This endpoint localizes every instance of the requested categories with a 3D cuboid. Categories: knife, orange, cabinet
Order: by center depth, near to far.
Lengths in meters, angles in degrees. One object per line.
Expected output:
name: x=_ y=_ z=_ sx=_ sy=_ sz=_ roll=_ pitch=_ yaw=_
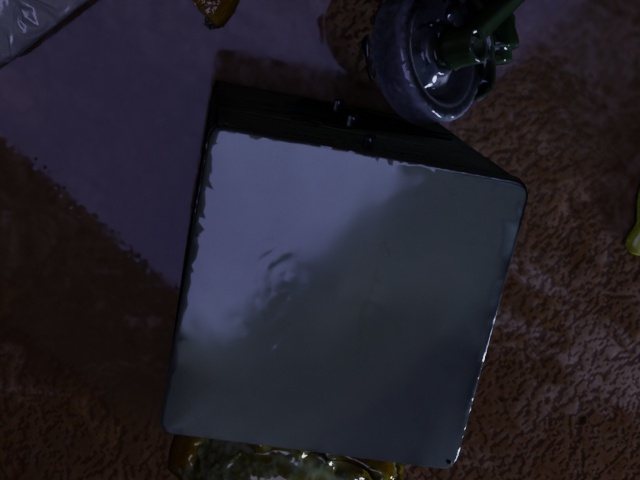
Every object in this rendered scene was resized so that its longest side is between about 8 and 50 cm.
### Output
cabinet: x=0.000 y=0.000 z=0.517 sx=0.145 sy=0.206 sz=0.150 roll=9 pitch=105 yaw=-9
knife: x=-0.138 y=-0.156 z=0.530 sx=0.297 sy=0.017 sz=0.047 roll=-29 pitch=103 yaw=19
orange: x=-0.016 y=0.119 z=0.581 sx=0.160 sy=0.170 sz=0.112 roll=18 pitch=63 yaw=-34

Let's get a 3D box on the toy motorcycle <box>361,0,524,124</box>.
toy motorcycle: x=0.103 y=-0.204 z=0.468 sx=0.127 sy=0.205 sz=0.275 roll=-12 pitch=97 yaw=-48

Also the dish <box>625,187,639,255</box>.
dish: x=0.310 y=-0.026 z=0.609 sx=0.207 sy=0.080 sz=0.149 roll=-24 pitch=106 yaw=0

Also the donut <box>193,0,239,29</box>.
donut: x=-0.077 y=-0.168 z=0.550 sx=0.067 sy=0.038 sz=0.083 roll=3 pitch=104 yaw=-10
